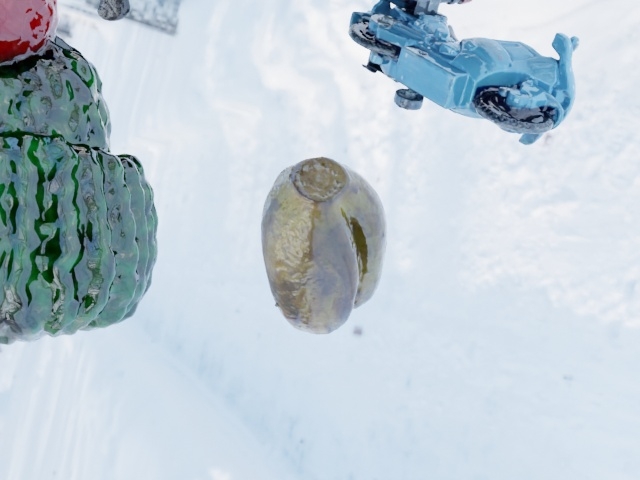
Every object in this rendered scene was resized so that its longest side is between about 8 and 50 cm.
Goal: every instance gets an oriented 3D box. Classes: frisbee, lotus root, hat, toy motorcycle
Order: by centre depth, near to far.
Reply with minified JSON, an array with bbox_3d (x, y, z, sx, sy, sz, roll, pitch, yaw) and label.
[{"bbox_3d":[-0.268,-0.085,0.779,0.242,0.274,0.332,-34,-57,-82],"label":"hat"},{"bbox_3d":[0.158,-0.185,1.015,0.272,0.182,0.124,38,128,33],"label":"toy motorcycle"},{"bbox_3d":[0.009,0.002,1.371,0.291,0.193,0.193,81,-175,-46],"label":"lotus root"},{"bbox_3d":[-0.359,-0.457,1.503,0.012,0.187,0.211,-102,28,-64],"label":"frisbee"}]
